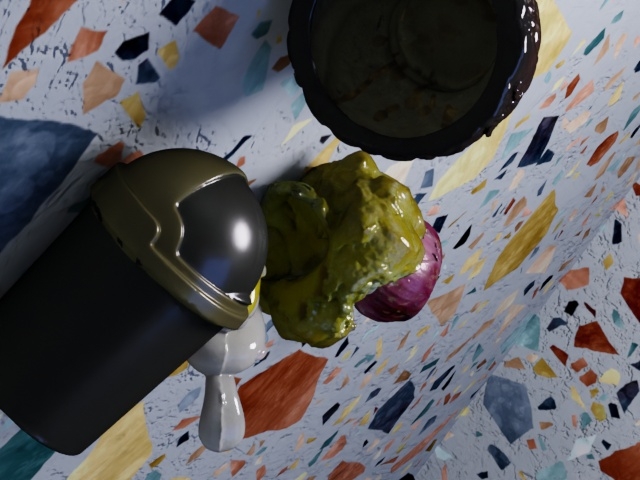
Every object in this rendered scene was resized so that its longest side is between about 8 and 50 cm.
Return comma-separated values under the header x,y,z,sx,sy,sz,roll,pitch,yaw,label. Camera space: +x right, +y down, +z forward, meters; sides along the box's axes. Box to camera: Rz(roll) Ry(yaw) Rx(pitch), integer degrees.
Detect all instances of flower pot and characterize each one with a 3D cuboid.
x,y,z,sx,sy,sz,roll,pitch,yaw,label
0.128,-0.231,1.440,0.266,0.267,0.267,-57,169,20,flower pot

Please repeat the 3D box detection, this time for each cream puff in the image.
x,y,z,sx,sy,sz,roll,pitch,yaw,label
0.001,0.000,1.656,0.282,0.185,0.282,-38,-154,23,cream puff

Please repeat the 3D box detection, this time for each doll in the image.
x,y,z,sx,sy,sz,roll,pitch,yaw,label
-0.117,0.090,1.558,0.111,0.252,0.237,5,126,-19,doll

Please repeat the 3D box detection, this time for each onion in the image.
x,y,z,sx,sy,sz,roll,pitch,yaw,label
0.113,0.042,2.006,0.177,0.153,0.177,-55,159,-32,onion

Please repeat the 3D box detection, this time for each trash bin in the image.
x,y,z,sx,sy,sz,roll,pitch,yaw,label
-0.194,0.050,1.342,0.334,0.214,0.214,-45,159,2,trash bin
